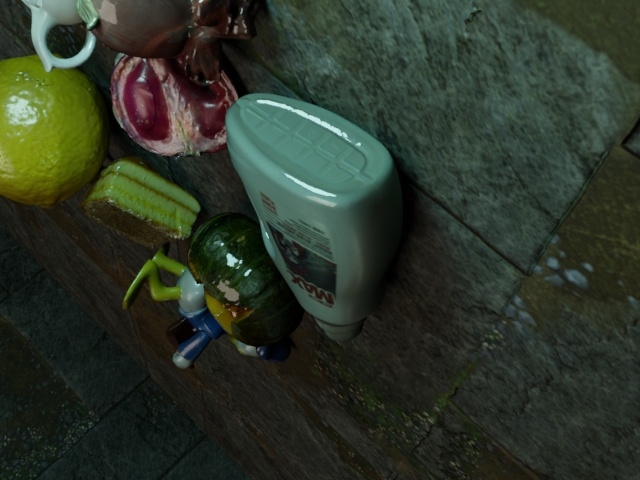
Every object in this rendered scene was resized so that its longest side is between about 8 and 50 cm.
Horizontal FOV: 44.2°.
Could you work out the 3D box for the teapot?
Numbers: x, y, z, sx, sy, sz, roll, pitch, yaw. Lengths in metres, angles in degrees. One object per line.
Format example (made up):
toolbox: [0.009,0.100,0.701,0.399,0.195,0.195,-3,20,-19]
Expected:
teapot: [-0.409,-0.400,1.154,0.204,0.139,0.298,14,138,47]

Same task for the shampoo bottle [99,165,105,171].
shampoo bottle: [-0.518,-0.196,1.699,0.162,0.079,0.079,50,156,-2]

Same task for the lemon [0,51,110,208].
lemon: [-0.529,-0.207,1.467,0.293,0.293,0.293,38,153,23]

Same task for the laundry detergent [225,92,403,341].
laundry detergent: [0.000,0.000,1.085,0.264,0.125,0.398,33,153,29]

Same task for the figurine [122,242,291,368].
figurine: [-0.225,0.183,1.617,0.338,0.204,0.283,25,130,-1]

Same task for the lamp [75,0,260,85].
lamp: [-0.193,-0.300,0.959,0.223,0.151,0.215,12,165,-17]

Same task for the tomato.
tomato: [-0.198,-0.212,1.137,0.189,0.099,0.173,-3,117,11]

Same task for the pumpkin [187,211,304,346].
pumpkin: [-0.120,0.061,1.320,0.238,0.159,0.238,52,162,25]

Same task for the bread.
bread: [-0.350,-0.074,1.522,0.184,0.110,0.234,30,162,-25]

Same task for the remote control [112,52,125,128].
remote control: [-0.321,-0.247,1.342,0.078,0.042,0.221,48,156,4]
